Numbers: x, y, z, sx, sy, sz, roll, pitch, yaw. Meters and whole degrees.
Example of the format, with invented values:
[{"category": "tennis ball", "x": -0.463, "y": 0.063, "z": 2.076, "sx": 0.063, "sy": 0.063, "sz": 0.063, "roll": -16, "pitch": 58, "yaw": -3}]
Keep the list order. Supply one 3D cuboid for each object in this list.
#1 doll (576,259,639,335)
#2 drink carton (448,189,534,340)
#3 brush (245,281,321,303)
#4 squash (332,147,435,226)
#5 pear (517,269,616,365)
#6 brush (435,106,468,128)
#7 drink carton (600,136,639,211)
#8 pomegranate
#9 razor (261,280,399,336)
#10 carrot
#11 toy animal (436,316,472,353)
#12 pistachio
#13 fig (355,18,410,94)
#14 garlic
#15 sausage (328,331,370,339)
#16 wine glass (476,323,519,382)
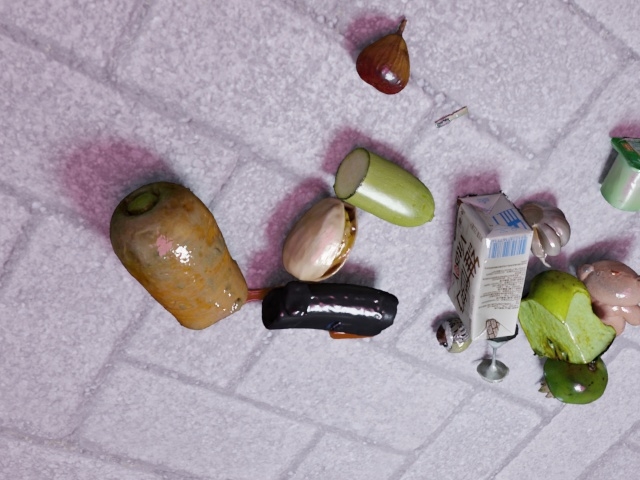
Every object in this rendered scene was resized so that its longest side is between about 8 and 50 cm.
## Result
[{"category": "doll", "x": 0.812, "y": 0.153, "z": 2.014, "sx": 0.201, "sy": 0.156, "sz": 0.303, "roll": 16, "pitch": 150, "yaw": 21}, {"category": "drink carton", "x": 0.417, "y": 0.063, "z": 1.811, "sx": 0.131, "sy": 0.194, "sz": 0.325, "roll": -7, "pitch": 124, "yaw": -8}, {"category": "brush", "x": -0.145, "y": 0.138, "z": 1.834, "sx": 0.314, "sy": 0.017, "sz": 0.090, "roll": -6, "pitch": 123, "yaw": -11}, {"category": "squash", "x": 0.164, "y": -0.109, "z": 1.682, "sx": 0.247, "sy": 0.132, "sz": 0.133, "roll": 25, "pitch": 113, "yaw": -27}, {"category": "pear", "x": 0.646, "y": 0.195, "z": 1.971, "sx": 0.164, "sy": 0.238, "sz": 0.256, "roll": -36, "pitch": 100, "yaw": -18}, {"category": "brush", "x": 0.306, "y": -0.284, "z": 1.671, "sx": 0.083, "sy": 0.013, "sz": 0.016, "roll": -27, "pitch": 122, "yaw": 3}, {"category": "drink carton", "x": 0.784, "y": -0.159, "z": 1.797, "sx": 0.144, "sy": 0.146, "sz": 0.142, "roll": 0, "pitch": 130, "yaw": -13}, {"category": "pomegranate", "x": 0.737, "y": 0.408, "z": 2.136, "sx": 0.186, "sy": 0.187, "sz": 0.225, "roll": 11, "pitch": 146, "yaw": -20}, {"category": "razor", "x": 0.024, "y": 0.172, "z": 1.806, "sx": 0.326, "sy": 0.107, "sz": 0.189, "roll": 6, "pitch": 154, "yaw": -23}, {"category": "carrot", "x": -0.314, "y": 0.036, "z": 1.602, "sx": 0.224, "sy": 0.224, "sz": 0.341, "roll": -24, "pitch": 128, "yaw": 2}, {"category": "toy animal", "x": 0.379, "y": 0.245, "z": 1.984, "sx": 0.098, "sy": 0.098, "sz": 0.137, "roll": 27, "pitch": 106, "yaw": -27}, {"category": "pistachio", "x": 0.000, "y": 0.000, "z": 1.710, "sx": 0.157, "sy": 0.157, "sz": 0.230, "roll": 28, "pitch": 109, "yaw": -27}, {"category": "fig", "x": 0.132, "y": -0.389, "z": 1.527, "sx": 0.119, "sy": 0.153, "sz": 0.119, "roll": 0, "pitch": 163, "yaw": 0}, {"category": "garlic", "x": 0.580, "y": 0.002, "z": 1.849, "sx": 0.127, "sy": 0.131, "sz": 0.194, "roll": -3, "pitch": 127, "yaw": 24}, {"category": "sausage", "x": 0.084, "y": 0.243, "z": 1.941, "sx": 0.131, "sy": 0.039, "sz": 0.041, "roll": -1, "pitch": 130, "yaw": -11}, {"category": "wine glass", "x": 0.497, "y": 0.309, "z": 2.040, "sx": 0.122, "sy": 0.122, "sz": 0.183, "roll": -12, "pitch": 128, "yaw": -6}]
